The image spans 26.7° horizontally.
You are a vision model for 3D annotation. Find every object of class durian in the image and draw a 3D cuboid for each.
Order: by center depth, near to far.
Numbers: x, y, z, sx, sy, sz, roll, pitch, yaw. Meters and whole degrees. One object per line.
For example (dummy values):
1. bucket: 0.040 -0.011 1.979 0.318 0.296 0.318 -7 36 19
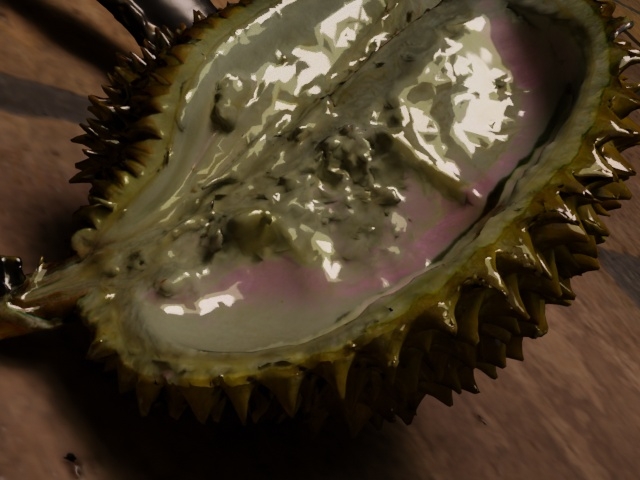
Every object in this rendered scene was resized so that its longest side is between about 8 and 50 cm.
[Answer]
1. durian: 0.000 0.000 0.471 0.237 0.138 0.193 -23 50 -16

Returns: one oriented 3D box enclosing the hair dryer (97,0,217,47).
1. hair dryer: -0.091 -0.102 0.599 0.359 0.120 0.304 41 30 -13
